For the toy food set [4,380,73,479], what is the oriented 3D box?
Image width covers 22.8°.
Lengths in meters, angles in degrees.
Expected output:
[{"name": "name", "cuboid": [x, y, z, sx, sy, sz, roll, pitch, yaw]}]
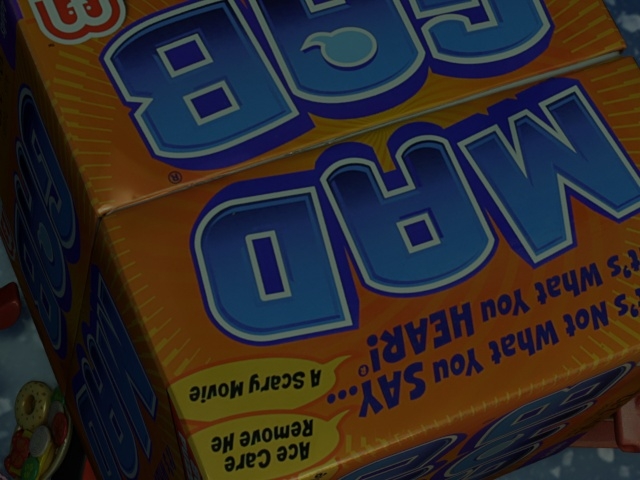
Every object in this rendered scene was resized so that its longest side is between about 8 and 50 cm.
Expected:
[{"name": "toy food set", "cuboid": [-0.222, 0.153, 1.244, 0.020, 0.082, 0.083, 26, 81, -38]}]

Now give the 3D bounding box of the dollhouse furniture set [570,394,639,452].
[{"name": "dollhouse furniture set", "cuboid": [0.384, 0.094, 1.269, 0.374, 0.201, 0.152, 2, 84, -7]}]

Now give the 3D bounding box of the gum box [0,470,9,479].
[{"name": "gum box", "cuboid": [-0.271, 0.223, 1.171, 0.107, 0.188, 0.062, -44, 90, -9]}]

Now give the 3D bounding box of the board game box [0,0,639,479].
[{"name": "board game box", "cuboid": [0.000, 0.000, 1.088, 0.356, 0.356, 0.356, -19, 73, -19]}]

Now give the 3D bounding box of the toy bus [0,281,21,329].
[{"name": "toy bus", "cuboid": [-0.327, 0.083, 1.175, 0.202, 0.191, 0.104, -14, 126, 27]}]

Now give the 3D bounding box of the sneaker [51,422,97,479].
[{"name": "sneaker", "cuboid": [-0.133, 0.189, 1.253, 0.145, 0.090, 0.270, 22, 63, -29]}]
